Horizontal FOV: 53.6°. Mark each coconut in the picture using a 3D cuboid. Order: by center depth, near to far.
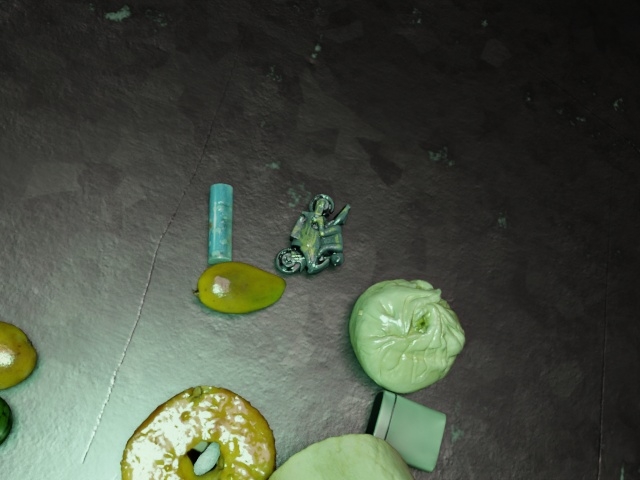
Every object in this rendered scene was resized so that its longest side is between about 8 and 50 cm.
[{"bbox_3d":[0.035,0.455,1.004,0.329,0.329,0.328,5,69,-13],"label":"coconut"}]

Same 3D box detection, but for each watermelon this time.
[{"bbox_3d":[-0.544,0.285,1.007,0.109,0.109,0.108,5,69,-13],"label":"watermelon"}]

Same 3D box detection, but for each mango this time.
[{"bbox_3d":[-0.557,0.185,1.051,0.165,0.089,0.115,24,75,-1],"label":"mango"},{"bbox_3d":[-0.152,0.090,1.206,0.188,0.066,0.101,4,69,-22],"label":"mango"}]

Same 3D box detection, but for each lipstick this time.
[{"bbox_3d":[-0.196,-0.032,1.246,0.048,0.048,0.157,3,69,-14],"label":"lipstick"}]

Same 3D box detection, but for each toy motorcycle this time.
[{"bbox_3d":[0.000,0.000,1.278,0.124,0.061,0.193,29,71,4],"label":"toy motorcycle"}]

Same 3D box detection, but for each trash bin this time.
[{"bbox_3d":[0.157,0.357,1.185,0.130,0.059,0.116,22,68,-7],"label":"trash bin"}]

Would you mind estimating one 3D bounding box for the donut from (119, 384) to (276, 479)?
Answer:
[{"bbox_3d":[-0.201,0.370,1.055,0.254,0.118,0.253,6,67,-15],"label":"donut"}]

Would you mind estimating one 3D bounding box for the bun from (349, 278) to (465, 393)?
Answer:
[{"bbox_3d":[0.170,0.175,1.214,0.230,0.145,0.229,7,66,-15],"label":"bun"}]
